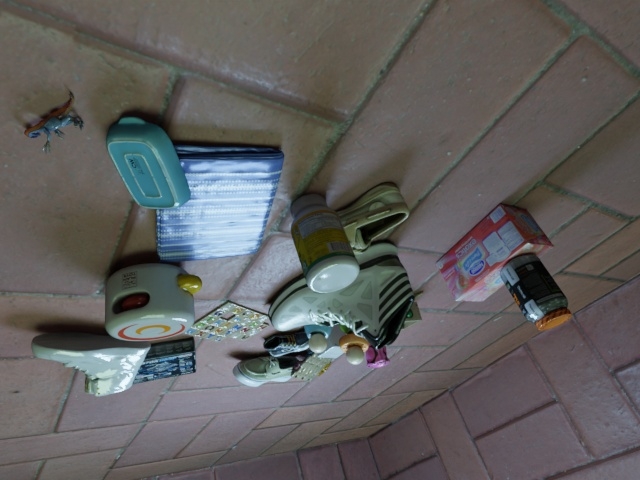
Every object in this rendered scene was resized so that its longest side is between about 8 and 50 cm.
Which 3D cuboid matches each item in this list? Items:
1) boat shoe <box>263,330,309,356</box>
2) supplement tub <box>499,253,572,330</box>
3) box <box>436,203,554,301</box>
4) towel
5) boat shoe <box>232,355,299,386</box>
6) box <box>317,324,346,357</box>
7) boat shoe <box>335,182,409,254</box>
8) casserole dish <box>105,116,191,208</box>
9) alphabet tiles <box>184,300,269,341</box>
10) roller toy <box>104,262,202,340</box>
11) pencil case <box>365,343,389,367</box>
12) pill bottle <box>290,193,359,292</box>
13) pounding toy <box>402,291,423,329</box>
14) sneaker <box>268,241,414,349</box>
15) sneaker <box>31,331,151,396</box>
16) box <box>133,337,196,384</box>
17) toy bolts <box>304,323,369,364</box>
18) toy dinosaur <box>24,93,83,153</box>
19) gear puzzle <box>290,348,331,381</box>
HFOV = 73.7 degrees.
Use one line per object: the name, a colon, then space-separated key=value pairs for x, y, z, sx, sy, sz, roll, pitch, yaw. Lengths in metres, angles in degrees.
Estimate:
boat shoe: x=-0.108 y=0.358 z=1.506 sx=0.183 sy=0.065 sz=0.083 roll=-23 pitch=147 yaw=6
supplement tub: x=0.592 y=0.143 z=1.176 sx=0.117 sy=0.190 sz=0.117 roll=-12 pitch=145 yaw=-9
box: x=0.526 y=0.048 z=1.315 sx=0.142 sy=0.154 sz=0.300 roll=6 pitch=137 yaw=-32
towel: x=-0.223 y=-0.068 z=0.904 sx=0.243 sy=0.040 sz=0.336 roll=-4 pitch=145 yaw=-23
boat shoe: x=-0.199 y=0.475 z=1.611 sx=0.094 sy=0.109 sz=0.302 roll=-51 pitch=146 yaw=15
box: x=0.036 y=0.362 z=1.551 sx=0.102 sy=0.101 sz=0.087 roll=17 pitch=131 yaw=-43
boat shoe: x=0.079 y=-0.018 z=1.052 sx=0.302 sy=0.098 sz=0.109 roll=-34 pitch=143 yaw=19
casserole dish: x=-0.297 y=-0.119 z=0.733 sx=0.114 sy=0.037 sz=0.188 roll=2 pitch=134 yaw=10
alphabet tiles: x=-0.280 y=0.270 z=1.354 sx=0.198 sy=0.009 sz=0.237 roll=-33 pitch=143 yaw=19
roller toy: x=-0.394 y=0.139 z=0.994 sx=0.191 sy=0.146 sz=0.209 roll=8 pitch=148 yaw=-38
pencil case: x=0.195 y=0.338 z=1.500 sx=0.095 sy=0.209 sz=0.098 roll=3 pitch=161 yaw=-23
pill bottle: x=0.000 y=0.000 z=0.942 sx=0.117 sy=0.208 sz=0.118 roll=-13 pitch=145 yaw=-10
pounding toy: x=0.300 y=0.259 z=1.562 sx=0.130 sy=0.100 sz=0.141 roll=2 pitch=151 yaw=-28
sneaker: x=0.056 y=0.208 z=1.213 sx=0.447 sy=0.258 sz=0.169 roll=-30 pitch=144 yaw=15
sneaker: x=-0.624 y=0.342 z=1.145 sx=0.292 sy=0.108 sz=0.169 roll=18 pitch=98 yaw=-42
box: x=-0.511 y=0.388 z=1.363 sx=0.220 sy=0.051 sz=0.175 roll=-6 pitch=143 yaw=-19
toy bolts: x=0.066 y=0.283 z=1.360 sx=0.228 sy=0.158 sz=0.218 roll=11 pitch=136 yaw=-11
toy dinosaur: x=-0.415 y=-0.181 z=0.661 sx=0.082 sy=0.047 sz=0.090 roll=-1 pitch=109 yaw=-11
gear puzzle: x=-0.018 y=0.496 z=1.743 sx=0.175 sy=0.044 sz=0.339 roll=-46 pitch=153 yaw=-5
